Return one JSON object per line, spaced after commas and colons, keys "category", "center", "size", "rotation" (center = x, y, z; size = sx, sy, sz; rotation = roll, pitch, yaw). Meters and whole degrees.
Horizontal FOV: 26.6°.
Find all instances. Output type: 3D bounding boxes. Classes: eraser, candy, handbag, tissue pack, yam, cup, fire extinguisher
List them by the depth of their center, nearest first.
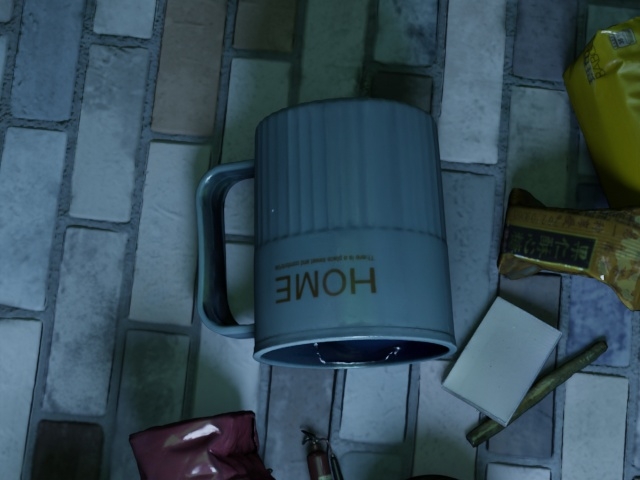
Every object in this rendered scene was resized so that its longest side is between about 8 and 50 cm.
{"category": "handbag", "center": [-0.142, 0.286, 1.693], "size": [0.146, 0.225, 0.135], "rotation": [-18, 80, 7]}
{"category": "candy", "center": [0.345, 0.010, 1.771], "size": [0.101, 0.271, 0.143], "rotation": [15, 86, -43]}
{"category": "cup", "center": [0.018, 0.002, 1.772], "size": [0.257, 0.331, 0.311], "rotation": [8, 74, -35]}
{"category": "fire extinguisher", "center": [0.013, 0.331, 1.787], "size": [0.049, 0.035, 0.173], "rotation": [-11, 82, -1]}
{"category": "eraser", "center": [0.243, 0.162, 1.823], "size": [0.104, 0.023, 0.150], "rotation": [30, 76, 16]}
{"category": "tissue pack", "center": [0.435, -0.148, 1.824], "size": [0.134, 0.192, 0.271], "rotation": [-17, 79, -7]}
{"category": "yam", "center": [0.292, 0.203, 1.830], "size": [0.234, 0.027, 0.029], "rotation": [-35, 51, -9]}

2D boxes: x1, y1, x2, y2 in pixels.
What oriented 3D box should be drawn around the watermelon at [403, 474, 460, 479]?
{"category": "watermelon", "center": [0.141, 0.397, 1.693], "size": [0.212, 0.212, 0.212], "rotation": [1, 79, -3]}
